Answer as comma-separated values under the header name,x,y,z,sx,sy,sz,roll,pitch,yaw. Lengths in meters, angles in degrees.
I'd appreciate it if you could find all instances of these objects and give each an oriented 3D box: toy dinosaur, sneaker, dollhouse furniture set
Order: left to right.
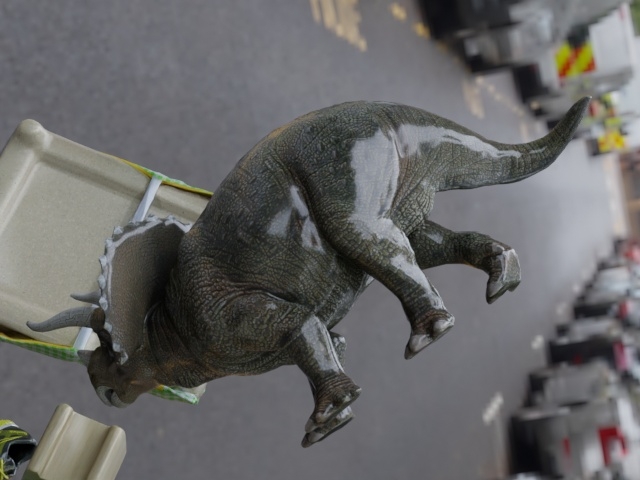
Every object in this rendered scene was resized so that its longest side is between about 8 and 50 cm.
name,x,y,z,sx,sy,sz,roll,pitch,yaw
sneaker,-0.217,0.145,1.022,0.083,0.035,0.031,-43,133,-40
dollhouse furniture set,-0.180,0.095,1.061,0.151,0.197,0.301,111,1,-58
toy dinosaur,0.000,0.000,0.816,0.160,0.313,0.121,51,4,11
